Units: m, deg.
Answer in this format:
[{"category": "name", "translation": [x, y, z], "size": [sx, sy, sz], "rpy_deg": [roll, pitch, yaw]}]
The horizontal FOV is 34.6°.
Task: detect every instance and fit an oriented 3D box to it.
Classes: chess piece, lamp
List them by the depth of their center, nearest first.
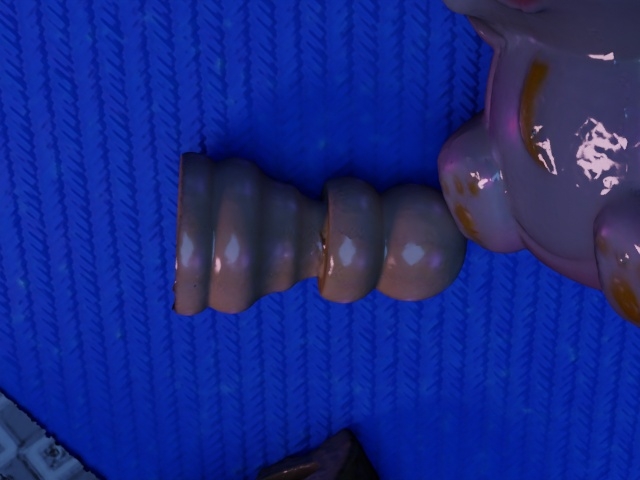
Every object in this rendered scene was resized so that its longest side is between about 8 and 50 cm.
[{"category": "lamp", "translation": [0.171, -0.136, 0.484], "size": [0.247, 0.247, 0.301], "rpy_deg": [-24, 123, -22]}, {"category": "chess piece", "translation": [0.000, 0.000, 0.601], "size": [0.170, 0.094, 0.094], "rpy_deg": [3, 114, -9]}]

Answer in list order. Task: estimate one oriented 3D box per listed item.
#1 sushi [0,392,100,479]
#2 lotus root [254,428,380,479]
[{"category": "sushi", "translation": [-0.242, 0.169, 0.701], "size": [0.139, 0.031, 0.201], "rpy_deg": [-44, 106, -5]}, {"category": "lotus root", "translation": [-0.049, 0.237, 0.686], "size": [0.235, 0.138, 0.119], "rpy_deg": [-31, 100, 19]}]
